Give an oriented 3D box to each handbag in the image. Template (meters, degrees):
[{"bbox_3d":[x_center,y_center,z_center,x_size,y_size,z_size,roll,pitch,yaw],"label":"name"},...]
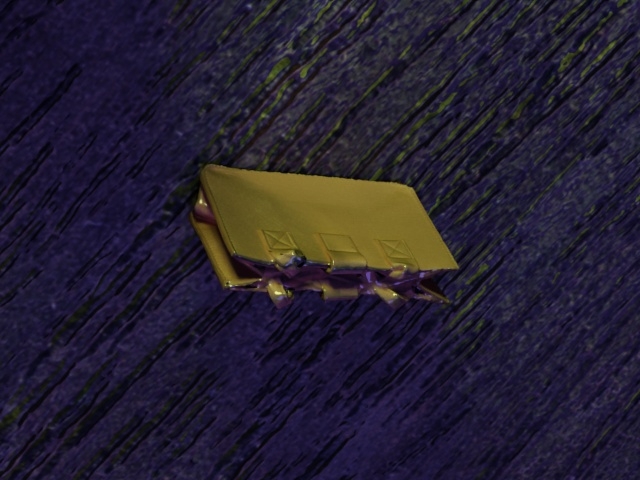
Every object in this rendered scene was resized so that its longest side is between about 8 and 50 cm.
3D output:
[{"bbox_3d":[0.000,0.000,1.526,0.212,0.157,0.059,4,121,-23],"label":"handbag"}]
